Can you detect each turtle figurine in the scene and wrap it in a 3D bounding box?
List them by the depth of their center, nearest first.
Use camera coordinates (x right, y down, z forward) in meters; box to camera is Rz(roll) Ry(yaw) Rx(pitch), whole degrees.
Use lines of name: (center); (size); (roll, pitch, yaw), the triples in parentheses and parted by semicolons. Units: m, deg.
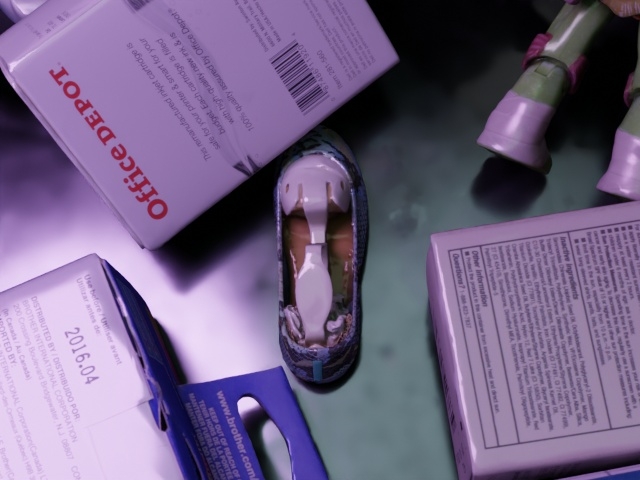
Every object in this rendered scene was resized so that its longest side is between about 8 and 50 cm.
turtle figurine: (0.223, -0.162, 0.827); (0.198, 0.275, 0.266); (19, 95, -12)

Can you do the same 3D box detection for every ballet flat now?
ballet flat: (0.000, 0.000, 0.812); (0.070, 0.070, 0.188); (-6, 72, 3)

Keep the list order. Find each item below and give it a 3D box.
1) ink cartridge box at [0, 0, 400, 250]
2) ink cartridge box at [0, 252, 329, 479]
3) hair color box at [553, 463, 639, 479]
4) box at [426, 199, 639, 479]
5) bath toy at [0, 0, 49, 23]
ink cartridge box: (-0.083, -0.125, 0.803); (0.219, 0.160, 0.092); (-38, 29, -7)
ink cartridge box: (-0.191, 0.190, 0.722); (0.396, 0.151, 0.270); (-24, 73, -1)
hair color box: (0.218, 0.176, 0.680); (0.347, 0.174, 0.105); (-11, 73, 2)
box: (0.190, 0.063, 0.743); (0.233, 0.127, 0.148); (-9, 72, 2)
bath toy: (-0.154, -0.249, 0.872); (0.348, 0.129, 0.151); (-36, 87, -5)
